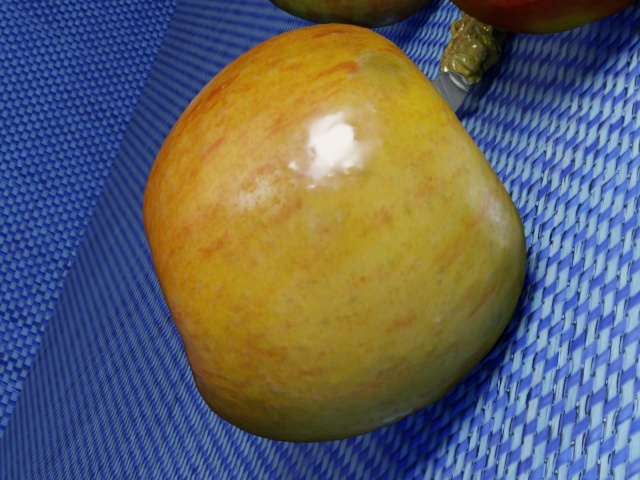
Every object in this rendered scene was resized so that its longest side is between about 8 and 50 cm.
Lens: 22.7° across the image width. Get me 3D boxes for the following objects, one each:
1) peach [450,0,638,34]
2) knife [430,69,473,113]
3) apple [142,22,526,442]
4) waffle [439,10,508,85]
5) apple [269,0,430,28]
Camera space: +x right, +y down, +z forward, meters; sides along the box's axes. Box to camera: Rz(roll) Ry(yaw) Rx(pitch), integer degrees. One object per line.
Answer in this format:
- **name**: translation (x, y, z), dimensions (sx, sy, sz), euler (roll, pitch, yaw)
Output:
- **peach**: translation (0.187, -0.295, 1.240), dimensions (0.281, 0.238, 0.281), euler (-53, 15, 21)
- **knife**: translation (0.103, -0.126, 1.604), dimensions (0.017, 0.047, 0.298), euler (-28, -3, -18)
- **apple**: translation (0.000, 0.000, 1.212), dimensions (0.275, 0.299, 0.299), euler (-31, 19, 3)
- **waffle**: translation (0.178, -0.237, 1.530), dimensions (0.194, 0.051, 0.149), euler (-56, 15, 24)
- **apple**: translation (0.035, -0.392, 1.807), dimensions (0.301, 0.301, 0.301), euler (-55, 16, 24)
